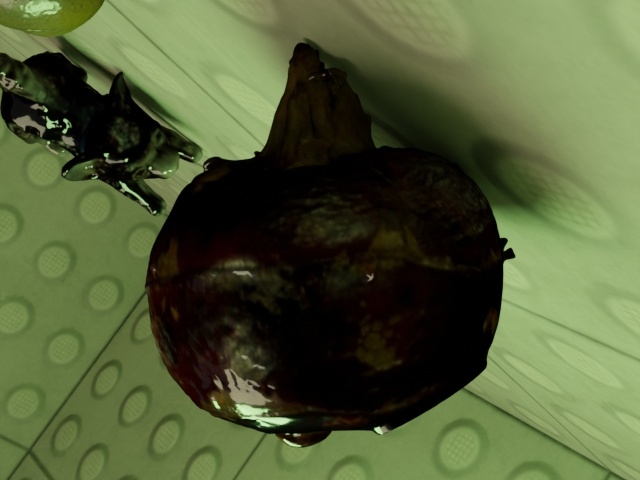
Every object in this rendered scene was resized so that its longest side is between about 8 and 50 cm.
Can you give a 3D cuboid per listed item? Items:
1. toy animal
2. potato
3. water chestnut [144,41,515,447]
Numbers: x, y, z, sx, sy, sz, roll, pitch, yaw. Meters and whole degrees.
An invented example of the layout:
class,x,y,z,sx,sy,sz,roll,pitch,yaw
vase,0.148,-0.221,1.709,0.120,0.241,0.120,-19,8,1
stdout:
class,x,y,z,sx,sy,sz,roll,pitch,yaw
toy animal,-0.389,-0.193,1.606,0.344,0.194,0.302,28,176,11
potato,-0.271,-0.271,0.911,0.157,0.157,0.194,37,-175,-9
water chestnut,0.000,0.000,0.869,0.335,0.335,0.346,174,81,-78
